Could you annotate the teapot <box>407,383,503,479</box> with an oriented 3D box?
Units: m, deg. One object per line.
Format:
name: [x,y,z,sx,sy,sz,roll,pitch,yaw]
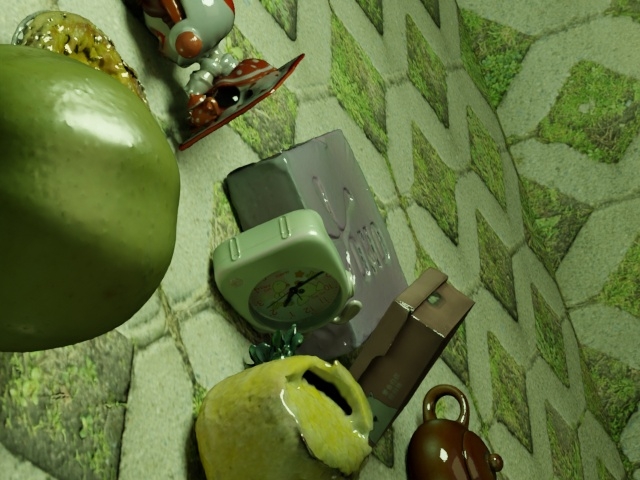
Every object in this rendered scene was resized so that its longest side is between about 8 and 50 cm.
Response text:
teapot: [0.214,0.337,2.157,0.178,0.135,0.252,46,33,-56]

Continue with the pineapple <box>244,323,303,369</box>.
pineapple: [-0.014,0.192,1.766,0.083,0.103,0.221,44,-1,43]

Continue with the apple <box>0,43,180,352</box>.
apple: [-0.253,-0.036,1.189,0.279,0.279,0.279,51,28,-42]

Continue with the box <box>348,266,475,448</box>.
box: [0.108,0.162,1.923,0.086,0.215,0.215,34,19,9]

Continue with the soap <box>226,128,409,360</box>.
soap: [0.000,0.000,1.958,0.285,0.107,0.296,66,20,-5]

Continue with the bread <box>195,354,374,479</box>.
bread: [-0.043,0.230,1.557,0.197,0.170,0.197,36,38,-36]

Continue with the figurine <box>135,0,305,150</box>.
figurine: [-0.158,-0.265,1.758,0.226,0.160,0.183,56,23,-13]

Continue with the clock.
clock: [-0.035,0.055,1.758,0.062,0.151,0.191,-102,164,-45]

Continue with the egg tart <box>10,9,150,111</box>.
egg tart: [-0.253,-0.125,1.443,0.234,0.094,0.234,49,28,-39]
